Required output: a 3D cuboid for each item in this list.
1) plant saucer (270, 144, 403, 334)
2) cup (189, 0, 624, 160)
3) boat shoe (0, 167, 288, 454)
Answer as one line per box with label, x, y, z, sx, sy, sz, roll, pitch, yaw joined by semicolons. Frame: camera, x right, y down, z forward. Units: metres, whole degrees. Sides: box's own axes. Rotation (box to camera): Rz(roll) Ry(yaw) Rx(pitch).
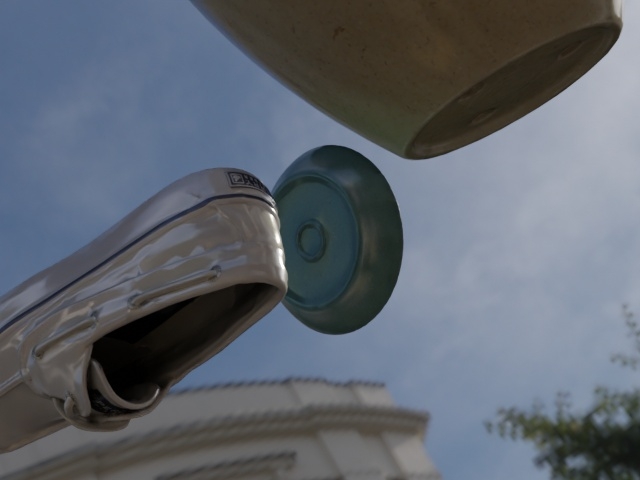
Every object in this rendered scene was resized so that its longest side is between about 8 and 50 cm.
plant saucer;0.000;0.000;0.968;0.021;0.119;0.119;-3;-51;-46
cup;0.070;-0.196;1.035;0.331;0.237;0.331;-28;-12;-7
boat shoe;-0.123;0.061;0.864;0.258;0.084;0.095;-40;-42;26
